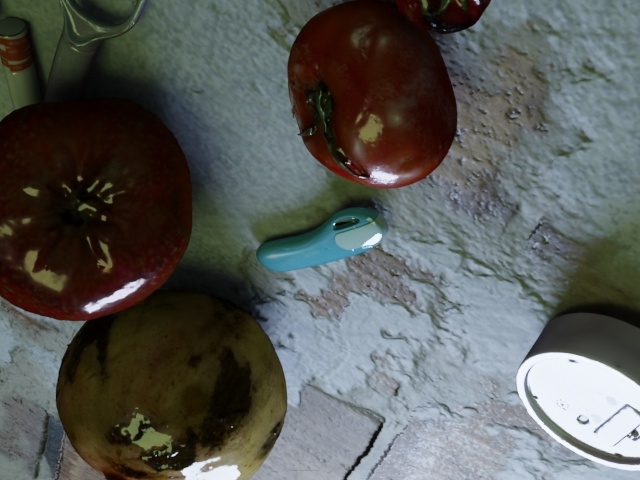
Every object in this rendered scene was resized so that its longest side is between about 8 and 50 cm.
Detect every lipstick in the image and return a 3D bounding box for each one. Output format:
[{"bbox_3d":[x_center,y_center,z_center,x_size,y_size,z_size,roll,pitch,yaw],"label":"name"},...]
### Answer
[{"bbox_3d":[-0.369,-0.208,1.407,0.038,0.038,0.131,17,138,16],"label":"lipstick"}]

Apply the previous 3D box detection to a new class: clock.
[{"bbox_3d":[0.329,0.176,1.329,0.196,0.068,0.197,27,146,20],"label":"clock"}]

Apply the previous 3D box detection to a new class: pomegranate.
[{"bbox_3d":[-0.200,0.212,1.554,0.322,0.322,0.322,17,138,16],"label":"pomegranate"}]

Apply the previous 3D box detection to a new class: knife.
[{"bbox_3d":[-0.296,-0.218,1.347,0.123,0.053,0.278,36,138,2],"label":"knife"},{"bbox_3d":[0.000,0.000,1.405,0.222,0.031,0.064,-18,124,45],"label":"knife"}]

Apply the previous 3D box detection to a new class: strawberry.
[{"bbox_3d":[0.110,-0.242,1.054,0.106,0.106,0.106,17,138,16],"label":"strawberry"}]

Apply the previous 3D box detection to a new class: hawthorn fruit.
[{"bbox_3d":[-0.292,-0.028,1.372,0.275,0.275,0.300,35,151,-5],"label":"hawthorn fruit"}]

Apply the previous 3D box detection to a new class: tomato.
[{"bbox_3d":[0.056,-0.144,1.127,0.187,0.151,0.187,166,90,-70],"label":"tomato"}]
